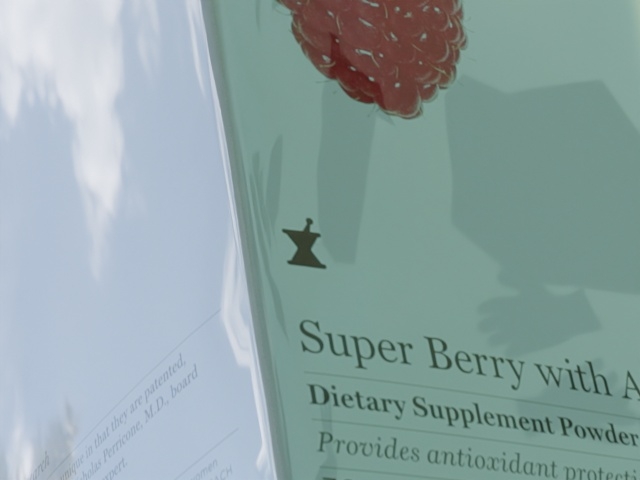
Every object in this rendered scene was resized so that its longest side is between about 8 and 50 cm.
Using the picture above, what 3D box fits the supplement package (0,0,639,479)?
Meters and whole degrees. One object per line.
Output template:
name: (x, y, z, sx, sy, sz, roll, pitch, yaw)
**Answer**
supplement package: (0.000, 0.000, 0.568, 0.177, 0.175, 0.293, 10, -127, -31)
